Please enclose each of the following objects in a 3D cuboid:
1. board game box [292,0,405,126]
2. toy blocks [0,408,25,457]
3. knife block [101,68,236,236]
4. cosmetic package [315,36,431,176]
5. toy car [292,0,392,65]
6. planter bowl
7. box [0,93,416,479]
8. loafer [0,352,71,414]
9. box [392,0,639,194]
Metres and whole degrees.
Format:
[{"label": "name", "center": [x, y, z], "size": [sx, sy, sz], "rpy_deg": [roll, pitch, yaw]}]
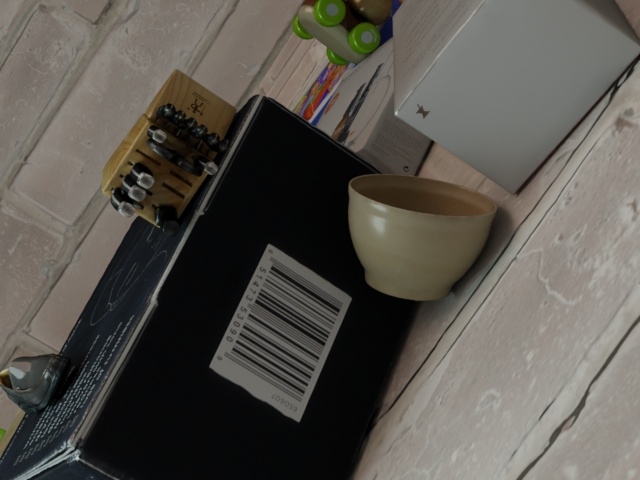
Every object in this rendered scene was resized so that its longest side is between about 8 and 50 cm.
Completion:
[{"label": "board game box", "center": [0.061, -0.305, 2.149], "size": [0.347, 0.078, 0.233], "rpy_deg": [-51, 15, 24]}, {"label": "toy blocks", "center": [-0.539, 0.447, 2.151], "size": [0.381, 0.190, 0.261], "rpy_deg": [-63, -12, -16]}, {"label": "knife block", "center": [-0.192, -0.061, 1.263], "size": [0.275, 0.088, 0.242], "rpy_deg": [-42, 20, 45]}, {"label": "cosmetic package", "center": [0.083, -0.186, 1.791], "size": [0.284, 0.097, 0.377], "rpy_deg": [-60, 14, -22]}, {"label": "toy car", "center": [0.064, -0.414, 1.955], "size": [0.188, 0.149, 0.155], "rpy_deg": [-56, 14, -10]}, {"label": "planter bowl", "center": [0.104, 0.000, 1.237], "size": [0.162, 0.162, 0.109], "rpy_deg": [-106, 22, -71]}, {"label": "box", "center": [-0.145, 0.156, 1.407], "size": [0.472, 0.297, 0.480], "rpy_deg": [-31, 29, 57]}, {"label": "loafer", "center": [-0.343, 0.164, 1.342], "size": [0.170, 0.061, 0.062], "rpy_deg": [-36, 24, 54]}, {"label": "box", "center": [0.212, -0.244, 1.322], "size": [0.215, 0.168, 0.345], "rpy_deg": [-51, 15, 25]}]
